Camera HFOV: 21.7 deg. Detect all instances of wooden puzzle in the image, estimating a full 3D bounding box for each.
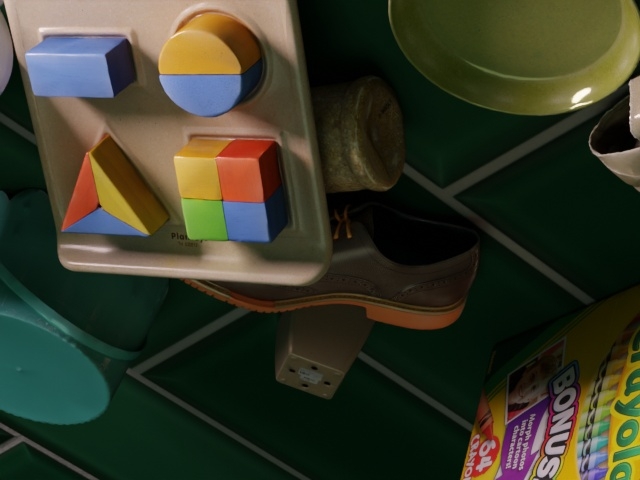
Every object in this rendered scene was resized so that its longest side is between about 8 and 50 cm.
[{"bbox_3d":[-0.162,-0.118,1.667,0.322,0.080,0.348,3,114,23],"label":"wooden puzzle"}]

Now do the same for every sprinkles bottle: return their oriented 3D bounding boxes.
[{"bbox_3d":[-0.089,-0.094,1.770,0.355,0.121,0.121,-5,139,28],"label":"sprinkles bottle"}]

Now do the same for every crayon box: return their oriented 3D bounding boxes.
[{"bbox_3d":[0.293,0.238,1.841,0.106,0.363,0.313,35,141,-22],"label":"crayon box"}]

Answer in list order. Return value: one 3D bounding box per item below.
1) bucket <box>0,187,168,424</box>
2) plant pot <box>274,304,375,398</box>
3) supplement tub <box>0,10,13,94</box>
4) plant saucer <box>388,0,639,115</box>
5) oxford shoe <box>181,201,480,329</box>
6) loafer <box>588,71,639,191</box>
[{"bbox_3d":[-0.342,0.088,2.066,0.281,0.183,0.281,12,144,9],"label":"bucket"},{"bbox_3d":[-0.002,0.130,2.053,0.109,0.096,0.109,20,145,-4],"label":"plant pot"},{"bbox_3d":[-0.480,-0.148,1.772,0.228,0.228,0.316,33,141,-21],"label":"supplement tub"},{"bbox_3d":[0.185,-0.212,1.568,0.241,0.037,0.241,11,143,9],"label":"plant saucer"},{"bbox_3d":[0.000,0.000,1.848,0.363,0.130,0.133,7,139,-12],"label":"oxford shoe"},{"bbox_3d":[0.335,-0.127,1.557,0.092,0.102,0.268,14,146,-13],"label":"loafer"}]
